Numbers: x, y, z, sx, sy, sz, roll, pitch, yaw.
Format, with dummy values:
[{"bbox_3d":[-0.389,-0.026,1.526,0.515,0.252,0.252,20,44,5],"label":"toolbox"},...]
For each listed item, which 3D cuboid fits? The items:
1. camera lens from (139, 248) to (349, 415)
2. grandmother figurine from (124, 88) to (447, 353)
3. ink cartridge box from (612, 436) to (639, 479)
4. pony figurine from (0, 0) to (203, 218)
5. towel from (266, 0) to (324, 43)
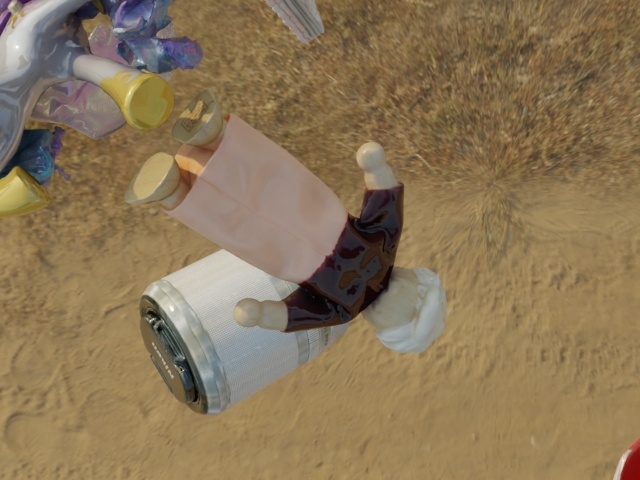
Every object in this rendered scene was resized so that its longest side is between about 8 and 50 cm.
[{"bbox_3d":[-0.122,0.120,1.353,0.274,0.219,0.220,-27,88,-25],"label":"camera lens"},{"bbox_3d":[0.000,0.000,0.834,0.342,0.104,0.208,38,100,-28],"label":"grandmother figurine"},{"bbox_3d":[0.198,0.207,0.480,0.078,0.134,0.231,19,113,36],"label":"ink cartridge box"},{"bbox_3d":[-0.255,-0.170,0.781,0.351,0.363,0.303,-53,126,-19],"label":"pony figurine"},{"bbox_3d":[-0.081,-0.515,1.387,0.053,0.332,0.317,-13,75,16],"label":"towel"}]
